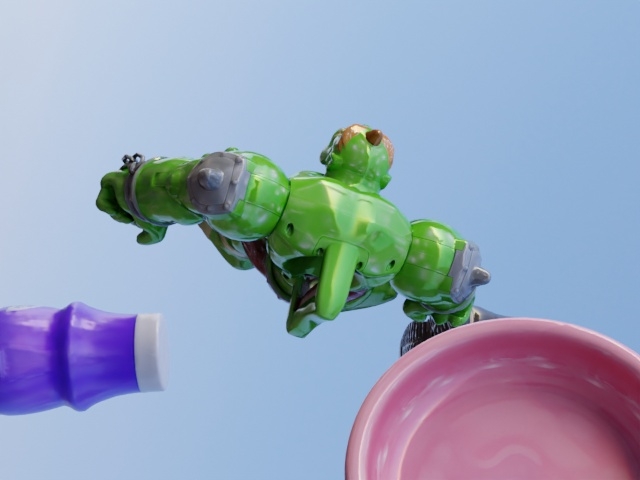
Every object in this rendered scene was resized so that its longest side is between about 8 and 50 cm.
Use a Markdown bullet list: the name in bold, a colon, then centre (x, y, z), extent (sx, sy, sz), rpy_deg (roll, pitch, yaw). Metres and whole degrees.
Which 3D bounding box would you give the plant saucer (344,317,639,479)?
- **plant saucer**: centre (0.191, 0.226, 1.067), extent (0.084, 0.332, 0.332), rpy_deg (79, 1, -49)

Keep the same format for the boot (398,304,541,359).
- **boot**: centre (0.185, 0.135, 1.400), extent (0.198, 0.137, 0.077), rpy_deg (138, -42, -65)

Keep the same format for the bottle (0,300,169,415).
- **bottle**: centre (-0.270, 0.100, 0.946), extent (0.118, 0.283, 0.092), rpy_deg (74, 12, -87)

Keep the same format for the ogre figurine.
- **ogre figurine**: centre (0.000, 0.000, 0.541), extent (0.097, 0.197, 0.118), rpy_deg (-54, -169, -14)
